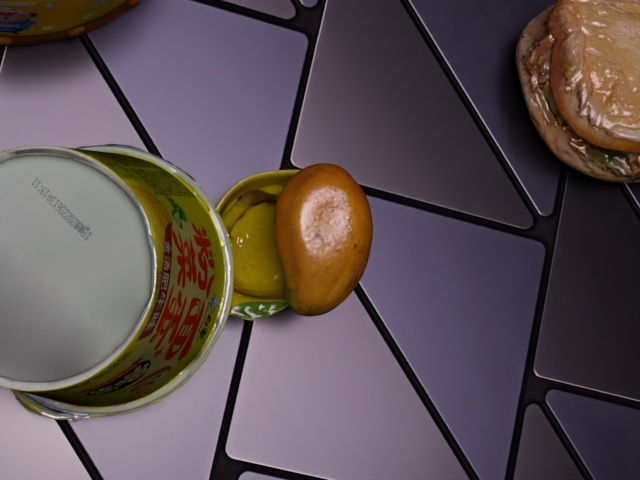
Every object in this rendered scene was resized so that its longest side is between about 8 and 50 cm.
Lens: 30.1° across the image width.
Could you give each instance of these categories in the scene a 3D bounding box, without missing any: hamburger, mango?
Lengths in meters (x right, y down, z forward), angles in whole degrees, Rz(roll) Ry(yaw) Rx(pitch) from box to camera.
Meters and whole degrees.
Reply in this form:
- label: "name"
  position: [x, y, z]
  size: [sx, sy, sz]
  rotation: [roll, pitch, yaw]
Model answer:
- label: "hamburger"
  position: [0.378, -0.192, 1.482]
  size: [0.286, 0.146, 0.243]
  rotation: [40, 69, 1]
- label: "mango"
  position: [0.006, -0.002, 1.314]
  size: [0.115, 0.089, 0.165]
  rotation: [-11, 91, -22]

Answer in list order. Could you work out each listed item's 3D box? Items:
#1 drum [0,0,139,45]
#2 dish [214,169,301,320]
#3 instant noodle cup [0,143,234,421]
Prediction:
- label: "drum"
  position: [-0.338, -0.440, 1.306]
  size: [0.431, 0.214, 0.431]
  rotation: [2, 81, -13]
- label: "dish"
  position: [-0.067, 0.006, 1.375]
  size: [0.149, 0.080, 0.207]
  rotation: [41, 74, -9]
- label: "instant noodle cup"
  position: [-0.255, 0.037, 1.210]
  size: [0.311, 0.221, 0.311]
  rotation: [-1, 85, 6]
